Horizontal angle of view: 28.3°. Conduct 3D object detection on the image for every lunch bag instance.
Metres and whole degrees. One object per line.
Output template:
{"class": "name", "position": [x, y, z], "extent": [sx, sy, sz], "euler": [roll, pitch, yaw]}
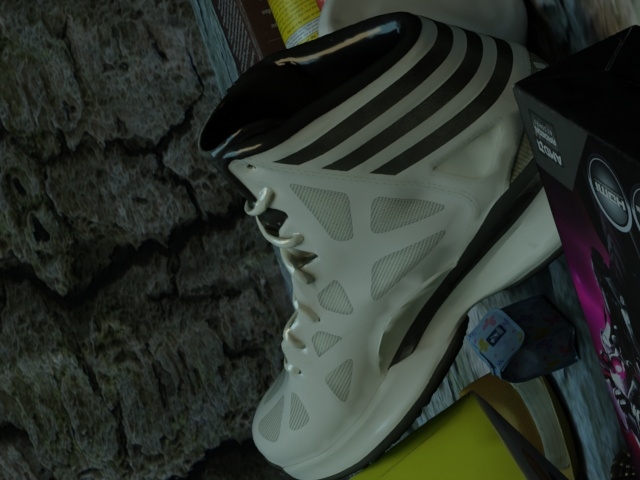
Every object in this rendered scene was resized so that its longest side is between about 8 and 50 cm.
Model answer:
{"class": "lunch bag", "position": [0.187, 0.093, 1.185], "extent": [0.071, 0.083, 0.053], "euler": [-125, 17, -59]}

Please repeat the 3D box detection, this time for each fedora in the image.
{"class": "fedora", "position": [0.199, 0.194, 1.341], "extent": [0.194, 0.079, 0.194], "euler": [160, 90, -80]}

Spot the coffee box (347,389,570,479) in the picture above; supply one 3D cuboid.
{"class": "coffee box", "position": [0.131, 0.398, 1.050], "extent": [0.334, 0.338, 0.337], "euler": [44, -168, -47]}

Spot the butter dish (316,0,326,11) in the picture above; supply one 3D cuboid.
{"class": "butter dish", "position": [0.052, -0.238, 1.170], "extent": [0.160, 0.118, 0.159], "euler": [-131, 22, -64]}

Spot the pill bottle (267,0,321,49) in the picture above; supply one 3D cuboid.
{"class": "pill bottle", "position": [-0.003, -0.280, 1.396], "extent": [0.117, 0.118, 0.208], "euler": [115, 134, -77]}

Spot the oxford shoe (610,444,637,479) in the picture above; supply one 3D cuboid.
{"class": "oxford shoe", "position": [0.300, 0.256, 0.956], "extent": [0.227, 0.083, 0.096], "euler": [67, -172, 22]}

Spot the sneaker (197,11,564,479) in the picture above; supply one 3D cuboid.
{"class": "sneaker", "position": [0.000, -0.001, 0.972], "extent": [0.447, 0.258, 0.169], "euler": [-53, 21, 35]}

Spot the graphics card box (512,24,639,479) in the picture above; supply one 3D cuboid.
{"class": "graphics card box", "position": [0.240, 0.082, 0.711], "extent": [0.370, 0.094, 0.233], "euler": [68, 173, -28]}

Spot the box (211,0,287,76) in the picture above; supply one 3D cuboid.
{"class": "box", "position": [-0.061, -0.317, 1.596], "extent": [0.191, 0.143, 0.381], "euler": [119, 132, -77]}

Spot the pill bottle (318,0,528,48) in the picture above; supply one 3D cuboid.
{"class": "pill bottle", "position": [0.092, -0.085, 1.102], "extent": [0.301, 0.169, 0.169], "euler": [81, 165, -51]}
